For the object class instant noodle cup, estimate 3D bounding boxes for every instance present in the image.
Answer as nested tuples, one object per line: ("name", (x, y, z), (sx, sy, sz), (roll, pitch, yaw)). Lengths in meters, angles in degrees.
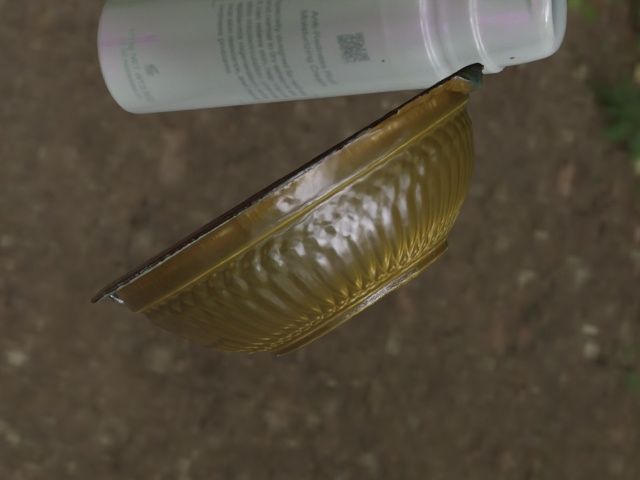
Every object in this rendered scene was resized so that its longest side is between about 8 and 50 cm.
("instant noodle cup", (0.000, 0.000, 1.168), (0.091, 0.274, 0.274), (58, 30, -3))

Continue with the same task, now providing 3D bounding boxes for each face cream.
("face cream", (0.010, -0.153, 1.404), (0.102, 0.345, 0.102), (-3, 90, -66))
